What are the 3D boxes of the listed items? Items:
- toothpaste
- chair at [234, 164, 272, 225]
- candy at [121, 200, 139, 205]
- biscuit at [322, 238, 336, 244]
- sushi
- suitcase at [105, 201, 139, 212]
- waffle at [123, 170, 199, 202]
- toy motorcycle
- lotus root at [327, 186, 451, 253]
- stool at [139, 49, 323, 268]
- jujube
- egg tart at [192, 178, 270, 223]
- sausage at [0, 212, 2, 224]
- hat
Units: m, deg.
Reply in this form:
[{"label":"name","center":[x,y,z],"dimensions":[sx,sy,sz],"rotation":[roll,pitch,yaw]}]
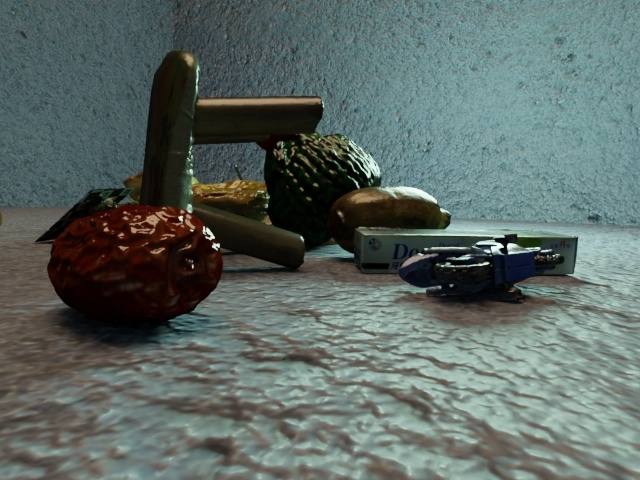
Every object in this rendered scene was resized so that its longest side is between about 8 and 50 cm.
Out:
[{"label":"toothpaste","center":[0.225,0.016,0.683],"dimensions":[0.337,0.067,0.081],"rotation":[0,7,-4]},{"label":"chair","center":[-0.201,-0.110,1.479],"dimensions":[0.160,0.170,0.325],"rotation":[-2,-37,1]},{"label":"candy","center":[-0.603,-0.103,1.475],"dimensions":[0.297,0.081,0.187],"rotation":[-9,4,17]},{"label":"biscuit","center":[0.000,0.000,1.016],"dimensions":[0.091,0.015,0.078],"rotation":[-4,8,-41]},{"label":"sushi","center":[-0.506,-0.044,0.934],"dimensions":[0.201,0.031,0.139],"rotation":[-35,-1,16]},{"label":"suitcase","center":[-0.424,-0.039,0.939],"dimensions":[0.059,0.086,0.126],"rotation":[9,6,4]},{"label":"waffle","center":[-0.434,-0.128,1.265],"dimensions":[0.168,0.057,0.274],"rotation":[-22,-22,1]},{"label":"toy motorcycle","center":[0.205,0.031,0.533],"dimensions":[0.205,0.076,0.114],"rotation":[-5,-1,-31]},{"label":"lotus root","center":[0.137,-0.036,0.799],"dimensions":[0.260,0.128,0.145],"rotation":[-4,-23,-25]},{"label":"stool","center":[-0.169,-0.109,0.702],"dimensions":[0.226,0.310,0.310],"rotation":[6,5,-28]},{"label":"jujube","center":[-0.172,0.023,0.382],"dimensions":[0.176,0.109,0.112],"rotation":[-4,-34,35]},{"label":"egg tart","center":[-0.252,-0.078,1.074],"dimensions":[0.352,0.149,0.352],"rotation":[1,9,0]},{"label":"sausage","center":[-0.833,-0.048,0.898],"dimensions":[0.109,0.108,0.270],"rotation":[4,6,24]},{"label":"hat","center":[-0.045,-0.161,0.954],"dimensions":[0.332,0.242,0.274],"rotation":[45,25,10]}]
